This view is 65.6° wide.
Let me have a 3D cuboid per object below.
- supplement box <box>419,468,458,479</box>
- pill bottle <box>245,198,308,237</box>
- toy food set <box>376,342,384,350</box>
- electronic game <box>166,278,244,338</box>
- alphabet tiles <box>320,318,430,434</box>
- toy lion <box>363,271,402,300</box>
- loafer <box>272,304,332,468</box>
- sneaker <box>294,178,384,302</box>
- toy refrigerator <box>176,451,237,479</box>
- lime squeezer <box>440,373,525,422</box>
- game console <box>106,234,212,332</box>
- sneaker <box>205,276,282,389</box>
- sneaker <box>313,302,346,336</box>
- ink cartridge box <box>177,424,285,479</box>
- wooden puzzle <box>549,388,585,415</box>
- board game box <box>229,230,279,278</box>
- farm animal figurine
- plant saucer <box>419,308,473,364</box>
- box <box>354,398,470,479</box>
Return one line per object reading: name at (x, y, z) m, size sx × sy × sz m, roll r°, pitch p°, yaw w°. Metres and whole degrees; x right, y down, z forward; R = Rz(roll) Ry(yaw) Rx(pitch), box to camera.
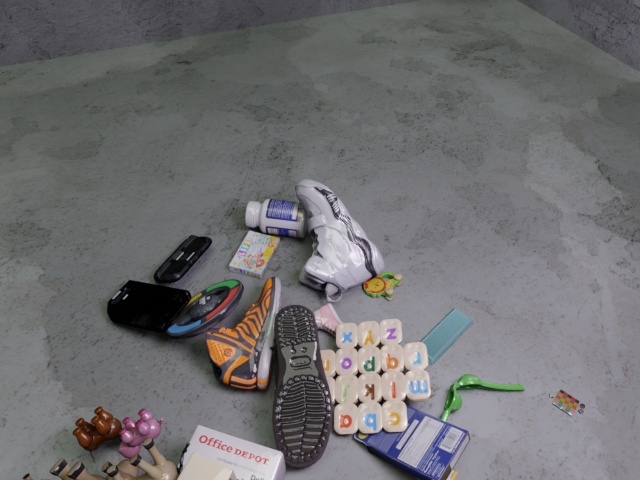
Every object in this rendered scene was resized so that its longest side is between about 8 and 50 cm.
supplement box at (0.248, 0.509, 1.086) m, size 0.083 × 0.043 × 0.055 m, roll 31°, pitch 54°, yaw 24°
pill bottle at (-0.136, -0.073, 1.571) m, size 0.187 × 0.112 × 0.112 m, roll 8°, pitch 47°, yaw 4°
toy food set at (0.168, 0.297, 1.297) m, size 0.083 × 0.020 × 0.082 m, roll -11°, pitch 48°, yaw -11°
electronic game at (-0.303, 0.177, 1.306) m, size 0.229 × 0.048 × 0.229 m, roll -26°, pitch 19°, yaw 10°
alphabet tiles at (0.120, 0.325, 1.207) m, size 0.284 × 0.021 × 0.277 m, roll -8°, pitch 54°, yaw 13°
toy lion at (0.178, 0.128, 1.451) m, size 0.096 × 0.034 × 0.100 m, roll 18°, pitch 48°, yaw 25°
loafer at (-0.043, 0.342, 1.181) m, size 0.134 × 0.130 × 0.365 m, roll 0°, pitch 63°, yaw -3°
sneaker at (0.000, 0.000, 1.432) m, size 0.210 × 0.137 × 0.365 m, roll -36°, pitch 81°, yaw -21°
toy refrigerator at (-0.243, 0.525, 0.857) m, size 0.094 × 0.102 × 0.269 m, roll 17°, pitch 51°, yaw 14°
lime squeezer at (0.349, 0.394, 1.203) m, size 0.310 × 0.059 × 0.109 m, roll -25°, pitch 83°, yaw -25°
game console at (-0.425, 0.105, 1.415) m, size 0.213 × 0.044 × 0.361 m, roll 7°, pitch 42°, yaw 26°
sneaker at (-0.199, 0.221, 1.286) m, size 0.180 × 0.124 × 0.321 m, roll 6°, pitch 47°, yaw 2°
sneaker at (0.023, 0.232, 1.334) m, size 0.070 × 0.051 × 0.134 m, roll -20°, pitch 48°, yaw -16°
ink cartridge box at (-0.209, 0.542, 0.990) m, size 0.202 × 0.117 × 0.278 m, roll 14°, pitch 49°, yaw 11°
wooden puzzle at (0.605, 0.400, 1.224) m, size 0.083 × 0.006 × 0.049 m, roll 33°, pitch 54°, yaw 26°
board game box at (-0.199, 0.042, 1.519) m, size 0.104 × 0.026 × 0.154 m, roll 13°, pitch 48°, yaw 11°
farm animal figurine at (-0.427, 0.494, 0.973) m, size 0.327 × 0.172 × 0.330 m, roll -43°, pitch 26°, yaw -30°
plant saucer at (0.334, 0.254, 1.345) m, size 0.192 × 0.018 × 0.067 m, roll -36°, pitch 57°, yaw -29°
box at (0.201, 0.443, 1.113) m, size 0.225 × 0.036 × 0.136 m, roll 12°, pitch 43°, yaw 43°
